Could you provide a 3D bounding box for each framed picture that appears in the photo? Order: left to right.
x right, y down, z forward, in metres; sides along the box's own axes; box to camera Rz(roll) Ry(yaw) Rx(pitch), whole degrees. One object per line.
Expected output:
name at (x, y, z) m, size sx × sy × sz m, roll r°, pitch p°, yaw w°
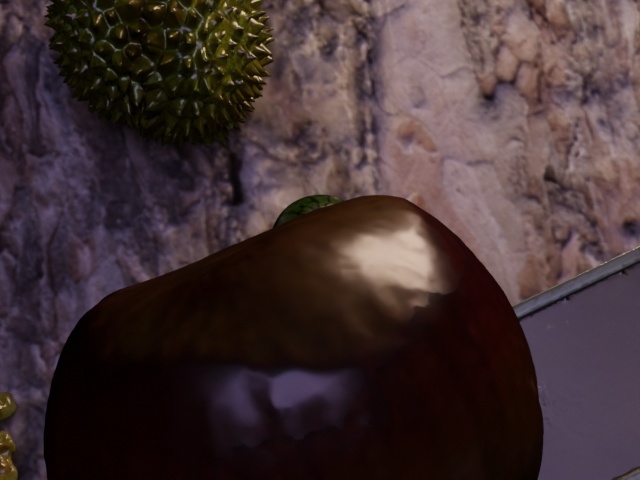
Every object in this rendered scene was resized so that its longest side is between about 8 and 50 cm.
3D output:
framed picture at (0.264, 0.138, 1.816) m, size 0.274 × 0.017 × 0.217 m, roll -23°, pitch 75°, yaw -8°

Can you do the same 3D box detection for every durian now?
durian at (-0.157, -0.199, 1.837) m, size 0.237 × 0.176 × 0.200 m, roll 41°, pitch 96°, yaw -1°

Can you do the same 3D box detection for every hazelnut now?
hazelnut at (-0.020, 0.162, 1.613) m, size 0.429 × 0.402 × 0.402 m, roll -18°, pitch 74°, yaw -9°

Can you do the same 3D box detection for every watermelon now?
watermelon at (0.002, 0.003, 1.805) m, size 0.109 × 0.109 × 0.109 m, roll 0°, pitch 73°, yaw -1°

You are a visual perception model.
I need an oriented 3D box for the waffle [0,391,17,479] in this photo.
waffle at (-0.397, 0.216, 1.754) m, size 0.243 × 0.058 × 0.237 m, roll 15°, pitch 72°, yaw 4°
